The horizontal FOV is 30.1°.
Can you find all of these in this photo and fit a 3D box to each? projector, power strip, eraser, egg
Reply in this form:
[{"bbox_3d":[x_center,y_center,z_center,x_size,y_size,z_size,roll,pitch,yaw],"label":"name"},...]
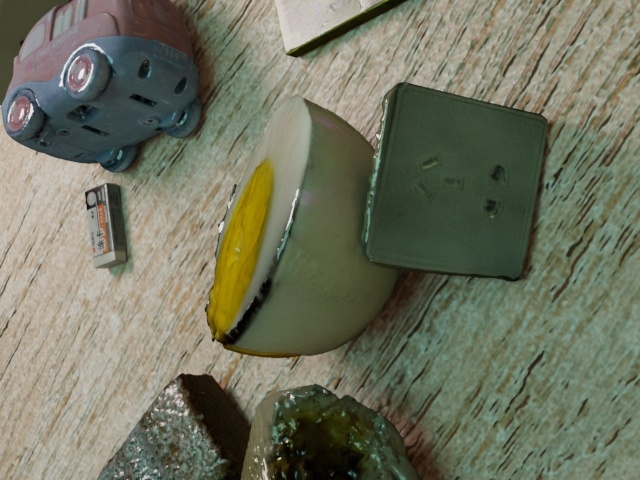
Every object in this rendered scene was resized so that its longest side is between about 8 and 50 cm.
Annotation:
[{"bbox_3d":[-0.511,-0.345,1.872,0.177,0.163,0.242,29,109,36],"label":"projector"},{"bbox_3d":[0.139,-0.060,1.312,0.064,0.213,0.198,-162,82,-66],"label":"power strip"},{"bbox_3d":[-0.321,-0.022,1.776,0.052,0.029,0.122,-18,76,37],"label":"eraser"},{"bbox_3d":[0.000,0.000,1.399,0.337,0.201,0.337,-164,90,-72],"label":"egg"}]

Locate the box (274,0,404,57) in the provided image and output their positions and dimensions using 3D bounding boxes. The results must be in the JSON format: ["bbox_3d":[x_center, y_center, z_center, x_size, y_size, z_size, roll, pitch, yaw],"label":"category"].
[{"bbox_3d":[0.023,-0.327,1.521,0.193,0.030,0.121,-23,73,37],"label":"box"}]

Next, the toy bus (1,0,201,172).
[{"bbox_3d":[-0.313,-0.248,1.694,0.294,0.197,0.231,-24,62,36],"label":"toy bus"}]

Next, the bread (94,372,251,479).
[{"bbox_3d":[-0.241,0.381,1.630,0.165,0.113,0.416,49,115,28],"label":"bread"}]

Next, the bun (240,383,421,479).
[{"bbox_3d":[0.018,0.316,1.367,0.281,0.205,0.281,-170,90,-77],"label":"bun"}]
